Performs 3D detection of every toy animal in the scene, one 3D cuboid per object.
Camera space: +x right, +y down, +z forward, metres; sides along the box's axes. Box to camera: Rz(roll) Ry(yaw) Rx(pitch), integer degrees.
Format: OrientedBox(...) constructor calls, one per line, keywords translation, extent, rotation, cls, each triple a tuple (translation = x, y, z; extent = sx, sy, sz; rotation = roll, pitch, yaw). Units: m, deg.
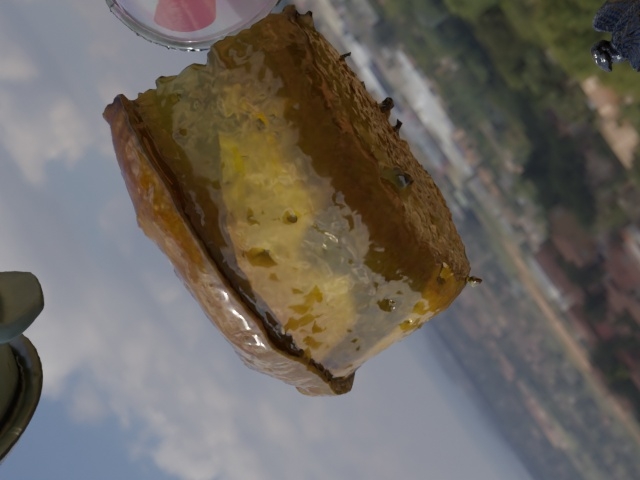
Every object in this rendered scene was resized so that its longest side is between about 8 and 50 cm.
OrientedBox(translation=(0.308, -0.209, 1.664), extent=(0.062, 0.108, 0.220), rotation=(62, -170, -18), cls="toy animal")

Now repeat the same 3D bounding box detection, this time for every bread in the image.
OrientedBox(translation=(0.000, 0.000, 1.260), extent=(0.340, 0.194, 0.179), rotation=(46, -166, -54), cls="bread")

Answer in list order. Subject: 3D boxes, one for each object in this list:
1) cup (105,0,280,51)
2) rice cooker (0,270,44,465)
OrientedBox(translation=(-0.134, -0.286, 1.486), extent=(0.203, 0.203, 0.288), rotation=(55, -177, 8), cls="cup")
OrientedBox(translation=(-0.323, 0.064, 1.060), extent=(0.316, 0.317, 0.264), rotation=(55, 177, -29), cls="rice cooker")
